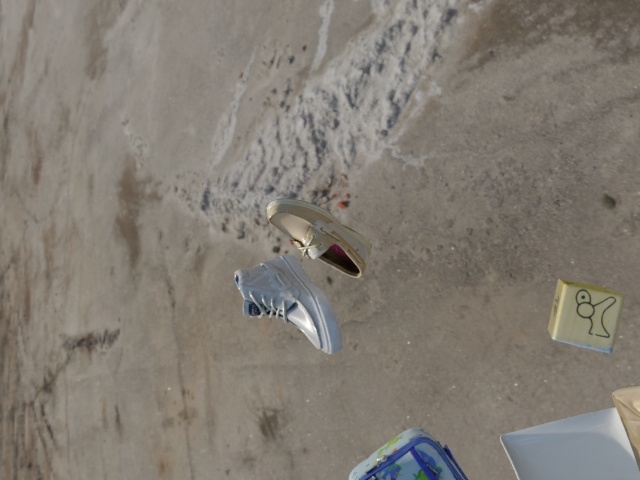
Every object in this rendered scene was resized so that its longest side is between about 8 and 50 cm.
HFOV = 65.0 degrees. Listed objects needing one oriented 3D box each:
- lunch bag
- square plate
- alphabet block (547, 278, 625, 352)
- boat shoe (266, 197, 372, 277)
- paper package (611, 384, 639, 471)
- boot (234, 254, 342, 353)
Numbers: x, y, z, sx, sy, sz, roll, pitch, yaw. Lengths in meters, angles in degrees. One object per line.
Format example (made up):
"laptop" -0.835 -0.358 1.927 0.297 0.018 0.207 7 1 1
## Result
"lunch bag" 0.162 0.424 0.794 0.218 0.176 0.090 56 178 4
"square plate" 0.680 0.578 1.308 0.344 0.347 0.049 -19 98 10
"alphabet block" 0.907 0.252 1.729 0.193 0.193 0.196 12 96 17
"boat shoe" 0.000 0.000 0.693 0.063 0.170 0.059 -38 34 47
"paper package" 0.624 0.240 0.634 0.309 0.325 0.168 134 132 -63
"boot" -0.064 0.112 0.827 0.258 0.124 0.095 -134 34 -58
